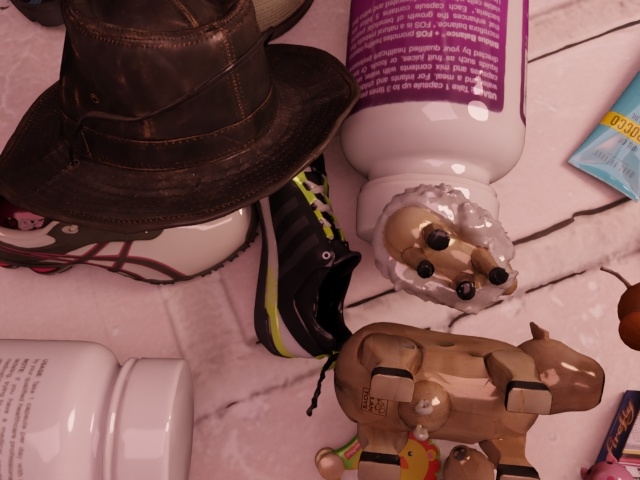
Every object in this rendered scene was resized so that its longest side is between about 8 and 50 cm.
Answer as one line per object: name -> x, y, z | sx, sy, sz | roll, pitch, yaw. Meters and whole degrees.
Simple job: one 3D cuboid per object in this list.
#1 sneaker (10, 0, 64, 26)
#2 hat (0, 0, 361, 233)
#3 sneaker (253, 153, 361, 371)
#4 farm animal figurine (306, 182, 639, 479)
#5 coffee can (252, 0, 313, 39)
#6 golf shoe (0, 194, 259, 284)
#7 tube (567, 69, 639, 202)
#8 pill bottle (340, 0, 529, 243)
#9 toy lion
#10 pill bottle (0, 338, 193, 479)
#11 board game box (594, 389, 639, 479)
sneaker -> -0.341, -0.382, 0.672 | 0.125, 0.139, 0.341 | -37, 82, -6
hat -> -0.138, -0.146, 0.547 | 0.331, 0.134, 0.331 | -8, 38, 7
sneaker -> 0.000, 0.000, 0.628 | 0.097, 0.084, 0.234 | -1, 88, 35
farm animal figurine -> 0.150, 0.149, 0.557 | 0.327, 0.172, 0.330 | 22, 103, -2
coffee can -> -0.093, -0.325, 0.600 | 0.202, 0.275, 0.201 | 0, 79, -2
golf shoe -> -0.192, -0.016, 0.621 | 0.273, 0.120, 0.105 | -4, 78, -4
tube -> 0.346, -0.144, 0.703 | 0.080, 0.052, 0.207 | 33, 86, 14
pill bottle -> 0.104, -0.147, 0.629 | 0.169, 0.169, 0.301 | 5, 79, -1
toy lion -> 0.059, 0.209, 0.634 | 0.100, 0.034, 0.096 | -40, 91, -9
pill bottle -> -0.256, 0.162, 0.563 | 0.283, 0.160, 0.160 | 1, 80, -2
board game box -> 0.370, 0.268, 0.626 | 0.243, 0.042, 0.165 | 28, 80, 3
